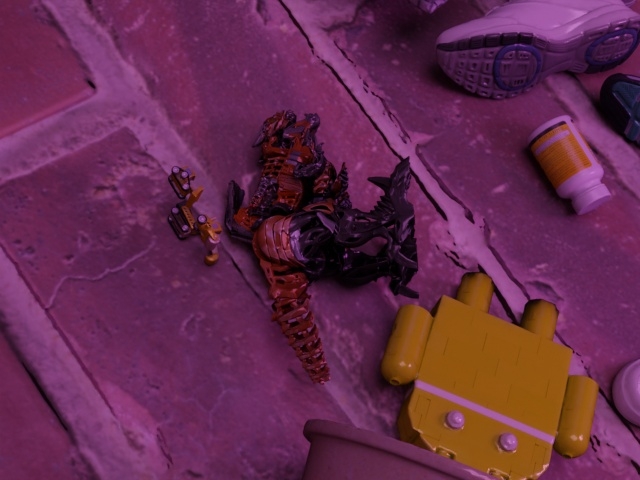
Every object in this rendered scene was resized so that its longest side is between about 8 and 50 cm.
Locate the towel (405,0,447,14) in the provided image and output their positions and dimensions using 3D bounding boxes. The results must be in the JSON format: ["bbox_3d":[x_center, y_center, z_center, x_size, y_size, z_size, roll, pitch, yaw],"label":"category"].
[{"bbox_3d":[0.141,-0.448,1.438,0.235,0.121,0.283,34,66,28],"label":"towel"}]

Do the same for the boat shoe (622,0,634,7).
[{"bbox_3d":[0.386,-0.431,1.556,0.079,0.081,0.227,-19,72,-20],"label":"boat shoe"}]

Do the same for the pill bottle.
[{"bbox_3d":[0.313,-0.093,1.397,0.065,0.065,0.116,-22,72,-21],"label":"pill bottle"}]

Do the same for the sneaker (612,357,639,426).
[{"bbox_3d":[0.497,0.162,1.270,0.292,0.169,0.108,5,67,-10],"label":"sneaker"}]

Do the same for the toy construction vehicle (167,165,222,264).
[{"bbox_3d":[-0.137,-0.029,1.252,0.035,0.086,0.098,-25,73,-29],"label":"toy construction vehicle"}]

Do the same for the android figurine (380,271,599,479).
[{"bbox_3d":[0.185,0.166,1.239,0.248,0.056,0.273,25,54,-1],"label":"android figurine"}]

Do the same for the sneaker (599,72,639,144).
[{"bbox_3d":[0.473,-0.161,1.475,0.223,0.083,0.098,29,36,2],"label":"sneaker"}]

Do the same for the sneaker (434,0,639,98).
[{"bbox_3d":[0.275,-0.272,1.463,0.297,0.111,0.129,-12,54,-22],"label":"sneaker"}]

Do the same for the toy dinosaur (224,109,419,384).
[{"bbox_3d":[0.000,0.000,1.262,0.218,0.164,0.322,-4,83,4],"label":"toy dinosaur"}]

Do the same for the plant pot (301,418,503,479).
[{"bbox_3d":[0.080,0.372,1.020,0.333,0.334,0.305,25,75,-2],"label":"plant pot"}]
